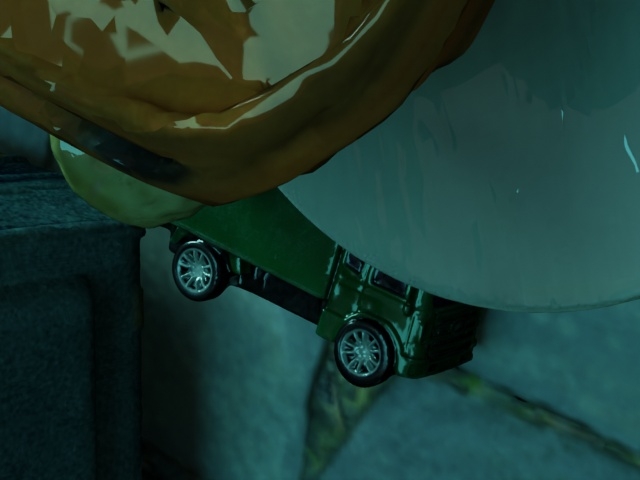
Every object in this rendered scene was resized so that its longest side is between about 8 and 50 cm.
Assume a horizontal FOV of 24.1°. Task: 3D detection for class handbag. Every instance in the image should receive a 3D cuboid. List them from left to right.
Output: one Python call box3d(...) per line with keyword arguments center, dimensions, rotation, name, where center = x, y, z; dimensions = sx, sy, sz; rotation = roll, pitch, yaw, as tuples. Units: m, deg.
box3d(center=(-0.103, -0.219, 0.345), dimensions=(0.410, 0.116, 0.303), rotation=(30, 118, 12), name="handbag")

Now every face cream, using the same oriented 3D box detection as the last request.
box3d(center=(0.095, -0.101, 0.462), dimensions=(0.218, 0.179, 0.218), rotation=(8, 105, 33), name="face cream")

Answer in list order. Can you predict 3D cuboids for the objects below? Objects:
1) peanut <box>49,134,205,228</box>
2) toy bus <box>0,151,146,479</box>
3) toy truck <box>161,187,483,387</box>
box3d(center=(-0.032, -0.102, 0.574), dimensions=(0.099, 0.099, 0.214), rotation=(18, 71, 30), name="peanut")
box3d(center=(-0.183, 0.124, 0.690), dimensions=(0.194, 0.162, 0.323), rotation=(18, 111, 49), name="toy bus")
box3d(center=(0.000, 0.000, 0.621), dimensions=(0.147, 0.065, 0.079), rotation=(27, 111, 28), name="toy truck")
